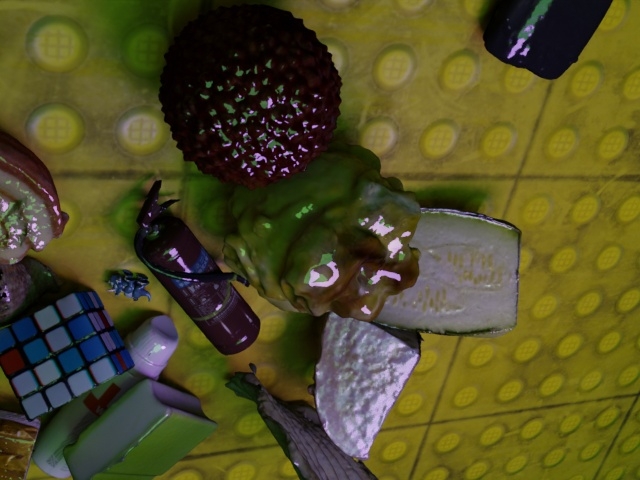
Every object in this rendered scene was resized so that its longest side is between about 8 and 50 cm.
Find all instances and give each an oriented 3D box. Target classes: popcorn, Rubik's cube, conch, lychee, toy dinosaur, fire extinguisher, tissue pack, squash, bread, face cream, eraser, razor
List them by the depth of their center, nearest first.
[{"bbox_3d":[-0.477,-0.065,1.110,0.244,0.123,0.190,26,108,-37],"label":"bread"},{"bbox_3d":[-0.098,-0.206,1.115,0.264,0.300,0.264,11,125,16],"label":"lychee"},{"bbox_3d":[-0.508,0.072,1.225,0.155,0.130,0.207,-27,164,38],"label":"conch"},{"bbox_3d":[-0.409,0.180,1.254,0.155,0.154,0.151,-26,90,-6],"label":"Rubik's cube"},{"bbox_3d":[-0.002,-0.005,1.268,0.312,0.312,0.312,-12,127,-17],"label":"popcorn"},{"bbox_3d":[0.402,-0.429,1.269,0.189,0.107,0.327,9,118,-31],"label":"razor"},{"bbox_3d":[-0.211,0.051,1.333,0.142,0.105,0.341,-60,137,-31],"label":"fire extinguisher"},{"bbox_3d":[-0.611,0.362,1.335,0.226,0.092,0.183,16,111,-17],"label":"tissue pack"},{"bbox_3d":[-0.325,0.080,1.337,0.083,0.031,0.047,17,115,-32],"label":"toy dinosaur"},{"bbox_3d":[-0.382,0.278,1.404,0.102,0.102,0.345,32,107,-37],"label":"face cream"},{"bbox_3d":[-0.319,0.359,1.411,0.210,0.092,0.274,-40,160,-2],"label":"eraser"},{"bbox_3d":[0.186,0.052,1.440,0.308,0.210,0.234,10,83,-34],"label":"squash"}]

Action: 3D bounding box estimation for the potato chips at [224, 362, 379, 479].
[{"bbox_3d":[-0.035,0.382,1.459,0.097,0.389,0.373,-44,136,0],"label":"potato chips"}]

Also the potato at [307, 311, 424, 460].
[{"bbox_3d":[0.059,0.250,1.519,0.211,0.189,0.265,25,93,-4],"label":"potato"}]
